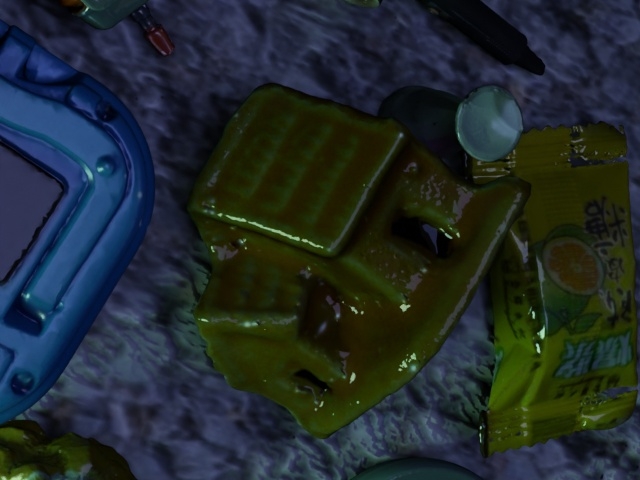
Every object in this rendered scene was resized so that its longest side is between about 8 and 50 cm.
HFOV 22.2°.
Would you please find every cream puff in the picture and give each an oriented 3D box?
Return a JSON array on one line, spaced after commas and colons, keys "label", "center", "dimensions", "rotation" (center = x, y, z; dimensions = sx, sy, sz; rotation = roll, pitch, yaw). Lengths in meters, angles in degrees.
[{"label": "cream puff", "center": [-0.219, 0.210, 1.327], "dimensions": [0.146, 0.116, 0.146], "rotation": [-19, 131, -24]}]

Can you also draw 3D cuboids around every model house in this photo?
[{"label": "model house", "center": [-0.003, 0.009, 1.363], "dimensions": [0.239, 0.173, 0.268], "rotation": [33, 83, -21]}]

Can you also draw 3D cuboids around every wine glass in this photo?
[{"label": "wine glass", "center": [0.109, -0.101, 1.415], "dimensions": [0.073, 0.155, 0.073], "rotation": [-1, 94, -20]}]

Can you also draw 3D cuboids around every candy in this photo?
[{"label": "candy", "center": [0.217, 0.042, 1.512], "dimensions": [0.187, 0.081, 0.297], "rotation": [-6, 96, -25]}]

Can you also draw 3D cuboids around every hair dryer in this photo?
[{"label": "hair dryer", "center": [0.118, -0.233, 1.468], "dimensions": [0.255, 0.070, 0.128], "rotation": [31, 81, -30]}]

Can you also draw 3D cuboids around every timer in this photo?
[{"label": "timer", "center": [-0.312, -0.033, 1.256], "dimensions": [0.340, 0.115, 0.309], "rotation": [34, 79, -17]}]

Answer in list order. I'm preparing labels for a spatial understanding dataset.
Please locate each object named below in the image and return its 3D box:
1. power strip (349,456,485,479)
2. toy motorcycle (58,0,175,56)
[{"label": "power strip", "center": [0.056, 0.308, 1.478], "dimensions": [0.167, 0.054, 0.253], "rotation": [33, 80, -19]}, {"label": "toy motorcycle", "center": [-0.090, -0.285, 1.307], "dimensions": [0.325, 0.148, 0.221], "rotation": [-38, 113, -3]}]
